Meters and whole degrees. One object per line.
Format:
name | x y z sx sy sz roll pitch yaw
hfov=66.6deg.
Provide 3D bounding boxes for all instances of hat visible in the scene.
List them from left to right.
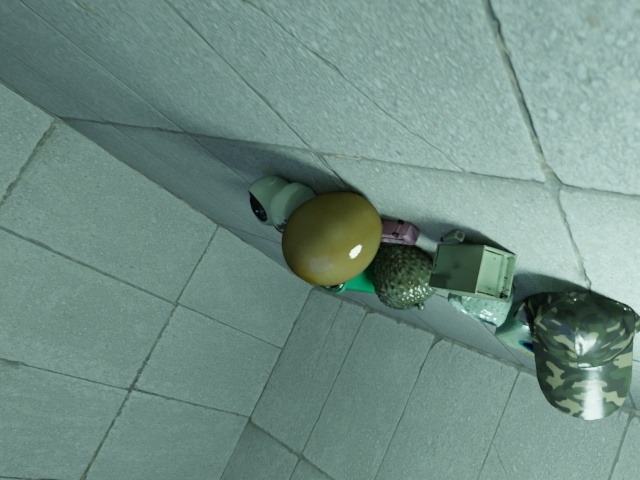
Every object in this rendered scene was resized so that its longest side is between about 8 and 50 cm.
hat | 0.784 0.356 1.485 0.366 0.381 0.257 -6 167 33

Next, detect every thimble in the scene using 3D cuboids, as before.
thimble | 0.565 0.195 1.724 0.205 0.172 0.250 18 168 45

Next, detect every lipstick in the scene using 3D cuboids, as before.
lipstick | 0.404 -0.008 1.518 0.030 0.030 0.129 28 168 -8

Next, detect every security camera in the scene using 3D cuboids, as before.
security camera | -0.157 -0.144 1.789 0.236 0.194 0.194 25 170 32

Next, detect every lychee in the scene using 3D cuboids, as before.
lychee | 0.320 0.142 1.852 0.274 0.255 0.255 59 179 18

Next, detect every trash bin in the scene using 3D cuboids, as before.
trash bin | 0.114 0.065 1.971 0.259 0.295 0.381 20 179 38

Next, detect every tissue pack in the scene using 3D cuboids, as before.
tissue pack | 0.841 0.343 1.808 0.287 0.162 0.388 27 169 12

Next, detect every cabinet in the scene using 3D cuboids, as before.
cabinet | 0.467 0.097 1.493 0.150 0.145 0.206 16 173 -25

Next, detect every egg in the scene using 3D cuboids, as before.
egg | 0.038 -0.006 1.614 0.301 0.301 0.374 32 144 -28

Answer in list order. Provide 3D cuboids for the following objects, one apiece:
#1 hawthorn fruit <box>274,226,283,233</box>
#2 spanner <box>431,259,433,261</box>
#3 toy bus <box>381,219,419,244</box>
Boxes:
hawthorn fruit | -0.085 -0.053 2.060 0.165 0.165 0.285 18 158 36
spanner | 0.520 0.134 1.950 0.302 0.017 0.071 30 167 -14
toy bus | 0.249 -0.030 1.691 0.090 0.063 0.203 33 166 -35
